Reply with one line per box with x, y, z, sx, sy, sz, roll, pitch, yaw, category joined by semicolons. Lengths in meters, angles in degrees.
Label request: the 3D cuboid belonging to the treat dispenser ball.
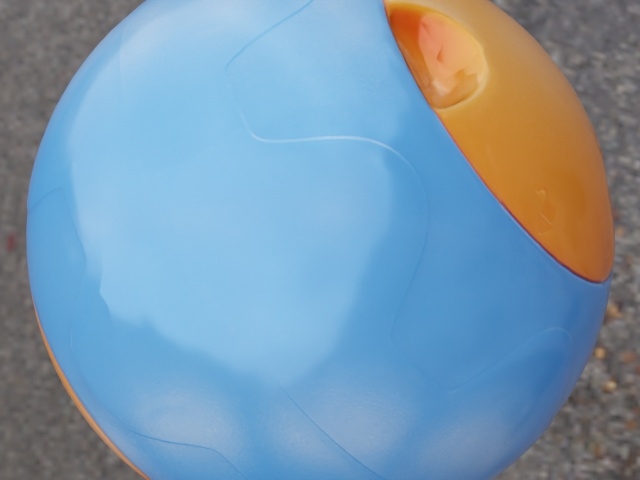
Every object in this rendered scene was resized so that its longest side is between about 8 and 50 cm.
0.000;0.000;0.867;0.288;0.288;0.288;-20;64;50;treat dispenser ball
